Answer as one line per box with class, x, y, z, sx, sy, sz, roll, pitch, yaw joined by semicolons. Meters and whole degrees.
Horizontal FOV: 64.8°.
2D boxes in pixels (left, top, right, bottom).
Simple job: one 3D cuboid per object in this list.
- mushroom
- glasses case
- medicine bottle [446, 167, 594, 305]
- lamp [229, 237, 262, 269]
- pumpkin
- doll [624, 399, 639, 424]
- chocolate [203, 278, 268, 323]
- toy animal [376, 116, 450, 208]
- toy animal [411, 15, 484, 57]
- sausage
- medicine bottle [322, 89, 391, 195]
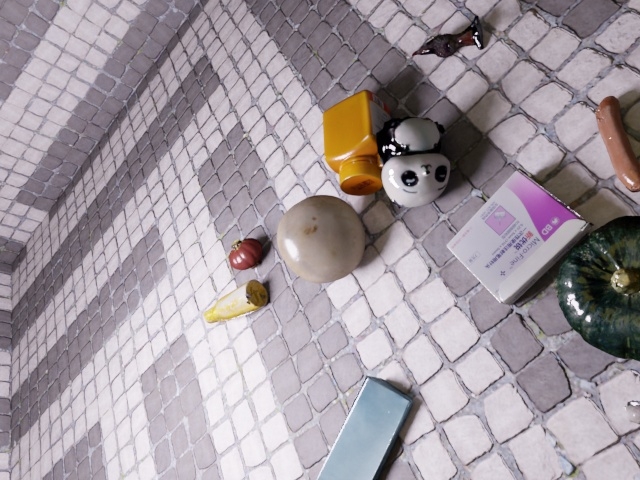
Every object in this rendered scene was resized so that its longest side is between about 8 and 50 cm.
mushroom;0.000;0.000;1.169;0.204;0.204;0.204;-18;62;37
glasses case;0.085;0.410;1.005;0.105;0.056;0.265;26;92;21
medicine bottle;0.356;-0.006;0.918;0.201;0.052;0.171;-50;48;18
lamp;-0.204;0.038;1.384;0.101;0.090;0.101;-38;18;15
pumpkin;0.453;0.067;0.725;0.212;0.152;0.211;-10;67;23
doll;0.499;0.268;0.645;0.149;0.095;0.191;-26;55;26
chocolate;-0.239;0.177;1.375;0.219;0.086;0.085;-28;56;37
toy animal;0.204;-0.160;1.057;0.138;0.166;0.178;111;153;-71
toy animal;0.287;-0.449;1.148;0.105;0.070;0.203;-34;25;-30
sausage;0.505;-0.166;0.853;0.043;0.043;0.186;-23;59;35
medicine bottle;0.091;-0.226;1.203;0.150;0.112;0.221;-20;61;35
